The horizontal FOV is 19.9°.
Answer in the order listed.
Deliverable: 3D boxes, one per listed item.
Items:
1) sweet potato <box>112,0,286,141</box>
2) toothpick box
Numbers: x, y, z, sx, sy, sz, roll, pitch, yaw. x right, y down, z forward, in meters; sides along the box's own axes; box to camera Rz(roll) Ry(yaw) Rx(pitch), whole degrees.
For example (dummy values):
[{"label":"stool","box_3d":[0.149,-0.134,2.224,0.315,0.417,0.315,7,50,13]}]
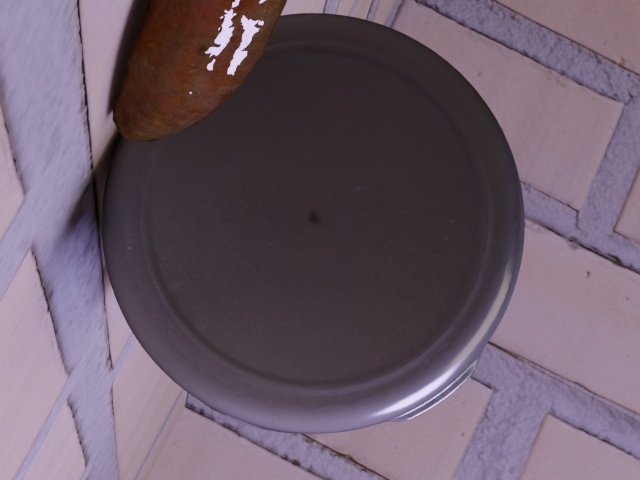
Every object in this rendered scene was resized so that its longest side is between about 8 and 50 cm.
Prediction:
[{"label":"sweet potato","box_3d":[-0.028,-0.132,0.767,0.255,0.058,0.078,-60,174,27]},{"label":"toothpick box","box_3d":[0.000,0.000,1.030,0.229,0.229,0.316,-63,179,-7]}]
